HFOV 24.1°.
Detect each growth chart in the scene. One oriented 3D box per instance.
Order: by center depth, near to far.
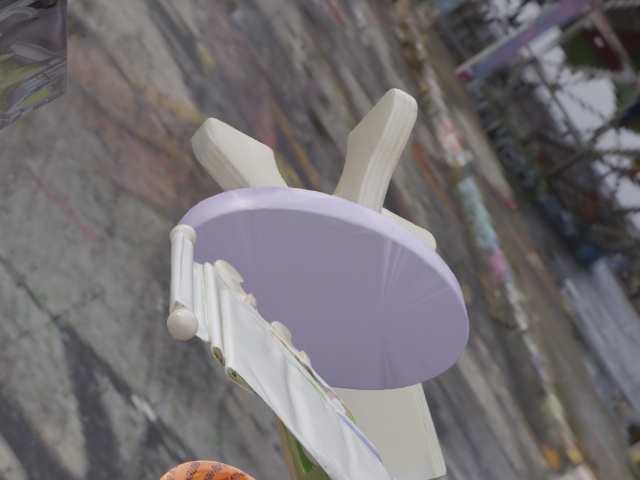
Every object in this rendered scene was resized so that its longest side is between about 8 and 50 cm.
[{"bbox_3d":[-0.009,0.094,0.830,0.237,0.021,0.172,50,8,-9],"label":"growth chart"}]

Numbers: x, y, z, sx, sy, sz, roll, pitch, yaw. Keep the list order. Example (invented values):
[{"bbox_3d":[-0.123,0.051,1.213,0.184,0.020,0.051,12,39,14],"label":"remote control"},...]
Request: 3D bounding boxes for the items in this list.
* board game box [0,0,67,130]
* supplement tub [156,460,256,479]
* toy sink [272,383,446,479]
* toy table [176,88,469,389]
[{"bbox_3d":[-0.219,-0.066,0.720,0.056,0.208,0.347,62,-10,-1],"label":"board game box"},{"bbox_3d":[-0.177,0.406,1.684,0.207,0.338,0.207,19,40,-17],"label":"supplement tub"},{"bbox_3d":[0.019,0.161,1.567,0.153,0.131,0.234,128,-51,-67],"label":"toy sink"},{"bbox_3d":[0.000,0.000,1.286,0.274,0.252,0.161,38,28,-32],"label":"toy table"}]
